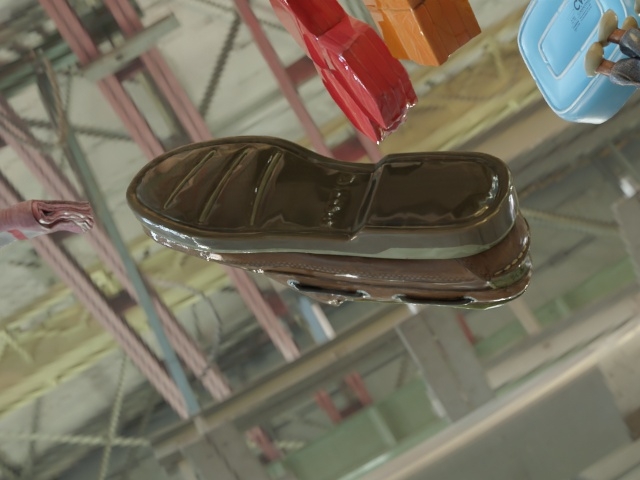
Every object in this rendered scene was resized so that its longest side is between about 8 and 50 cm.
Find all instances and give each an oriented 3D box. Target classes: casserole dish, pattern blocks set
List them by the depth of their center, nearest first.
[{"bbox_3d":[-0.046,-0.164,0.433,0.026,0.285,0.325,-38,-6,-5],"label":"pattern blocks set"},{"bbox_3d":[0.198,-0.159,1.007,0.037,0.114,0.188,-18,-19,-22],"label":"casserole dish"}]

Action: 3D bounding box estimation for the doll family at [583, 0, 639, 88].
[{"bbox_3d":[0.236,-0.139,0.755,0.193,0.111,0.076,-65,-29,-2],"label":"doll family"}]

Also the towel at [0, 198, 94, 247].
[{"bbox_3d":[-0.437,0.012,1.529,0.329,0.037,0.237,-15,-1,6],"label":"towel"}]

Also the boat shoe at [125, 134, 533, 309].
[{"bbox_3d":[0.000,0.000,0.973,0.111,0.307,0.104,-59,-37,-33],"label":"boat shoe"}]
